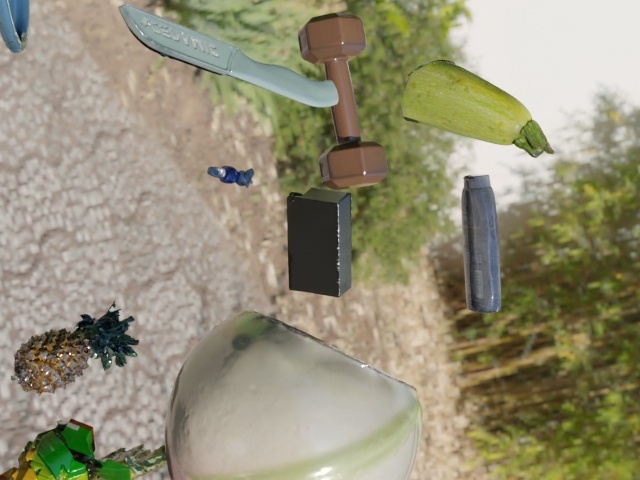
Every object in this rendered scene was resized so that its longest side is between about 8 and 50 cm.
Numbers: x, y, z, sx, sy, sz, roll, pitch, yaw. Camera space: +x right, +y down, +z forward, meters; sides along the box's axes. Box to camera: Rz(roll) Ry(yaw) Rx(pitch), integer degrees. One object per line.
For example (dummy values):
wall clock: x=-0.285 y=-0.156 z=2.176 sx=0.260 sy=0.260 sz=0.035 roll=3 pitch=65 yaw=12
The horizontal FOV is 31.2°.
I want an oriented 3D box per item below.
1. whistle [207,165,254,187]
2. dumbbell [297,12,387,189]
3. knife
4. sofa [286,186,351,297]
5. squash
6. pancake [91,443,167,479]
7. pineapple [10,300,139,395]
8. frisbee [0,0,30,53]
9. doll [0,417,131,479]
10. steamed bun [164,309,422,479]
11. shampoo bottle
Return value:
whistle: x=-0.140 y=-0.104 z=1.800 sx=0.083 sy=0.029 sz=0.033 roll=10 pitch=100 yaw=-36
dumbbell: x=0.029 y=-0.184 z=1.517 sx=0.092 sy=0.082 sz=0.231 roll=168 pitch=-86 yaw=-73
knife: x=-0.066 y=-0.137 z=0.884 sx=0.210 sy=0.015 sz=0.028 roll=14 pitch=83 yaw=-40
sofa: x=0.000 y=0.000 z=1.625 sx=0.060 sy=0.085 sz=0.147 roll=-41 pitch=134 yaw=-59
squash: x=0.301 y=-0.242 z=2.081 sx=0.137 sy=0.287 sz=0.137 roll=-43 pitch=144 yaw=-44
pancake: x=-0.437 y=0.429 z=2.072 sx=0.305 sy=0.427 sz=0.067 roll=-25 pitch=90 yaw=-30
pineapple: x=-0.352 y=0.164 z=1.632 sx=0.221 sy=0.083 sz=0.103 roll=-24 pitch=107 yaw=-54
frisbee: x=-0.394 y=-0.366 z=1.371 sx=0.289 sy=0.049 sz=0.289 roll=175 pitch=-90 yaw=-83
doll: x=-0.398 y=0.354 z=1.715 sx=0.134 sy=0.186 sz=0.106 roll=46 pitch=-30 yaw=22
steamed bun: x=-0.048 y=0.248 z=1.321 sx=0.309 sy=0.309 sz=0.309 roll=-13 pitch=90 yaw=-76
shampoo bottle: x=0.272 y=0.004 z=1.957 sx=0.087 sy=0.049 sz=0.233 roll=-167 pitch=-108 yaw=-69
